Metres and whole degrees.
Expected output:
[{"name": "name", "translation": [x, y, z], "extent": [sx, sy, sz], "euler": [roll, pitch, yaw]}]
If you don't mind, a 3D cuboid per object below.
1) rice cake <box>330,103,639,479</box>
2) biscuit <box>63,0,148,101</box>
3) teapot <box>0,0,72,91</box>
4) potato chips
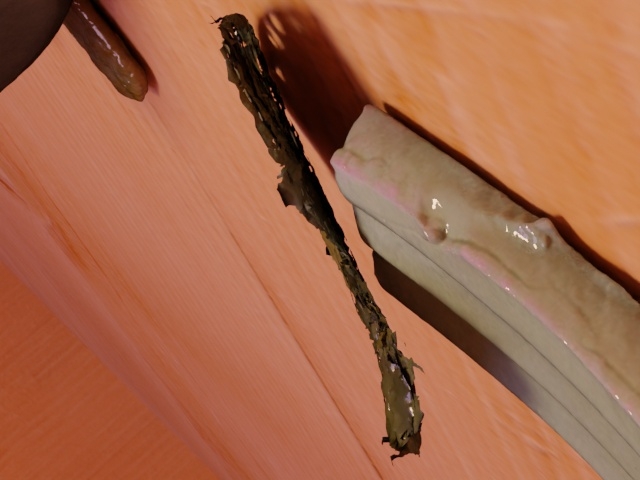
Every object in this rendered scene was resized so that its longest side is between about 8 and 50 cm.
[{"name": "rice cake", "translation": [0.093, 0.040, 0.697], "extent": [0.237, 0.043, 0.127], "euler": [43, 167, 35]}, {"name": "biscuit", "translation": [-0.156, -0.146, 1.067], "extent": [0.147, 0.018, 0.071], "euler": [51, 166, -13]}, {"name": "teapot", "translation": [-0.283, -0.206, 0.998], "extent": [0.285, 0.223, 0.305], "euler": [54, -159, 9]}, {"name": "potato chips", "translation": [0.004, -0.002, 0.775], "extent": [0.202, 0.029, 0.220], "euler": [66, -179, -73]}]
